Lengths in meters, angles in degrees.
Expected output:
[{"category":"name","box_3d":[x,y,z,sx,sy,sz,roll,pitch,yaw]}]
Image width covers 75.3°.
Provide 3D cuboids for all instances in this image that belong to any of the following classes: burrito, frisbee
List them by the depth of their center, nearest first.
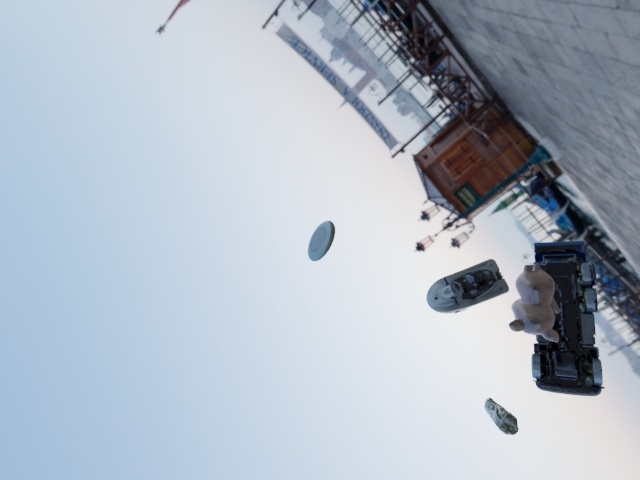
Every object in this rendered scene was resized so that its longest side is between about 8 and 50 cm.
[{"category":"burrito","box_3d":[0.420,0.412,0.967,0.149,0.041,0.055,51,-151,-81]},{"category":"frisbee","box_3d":[0.000,0.000,1.029,0.014,0.110,0.110,24,-150,-26]}]

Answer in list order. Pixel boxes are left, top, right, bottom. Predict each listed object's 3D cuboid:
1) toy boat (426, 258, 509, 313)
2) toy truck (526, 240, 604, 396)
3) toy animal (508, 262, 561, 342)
[{"category":"toy boat","box_3d":[0.504,0.164,1.438,0.141,0.269,0.141,161,90,-88]},{"category":"toy truck","box_3d":[0.581,0.179,0.991,0.175,0.146,0.368,37,-123,-51]},{"category":"toy animal","box_3d":[0.412,0.119,0.805,0.089,0.083,0.150,0,-93,-52]}]
